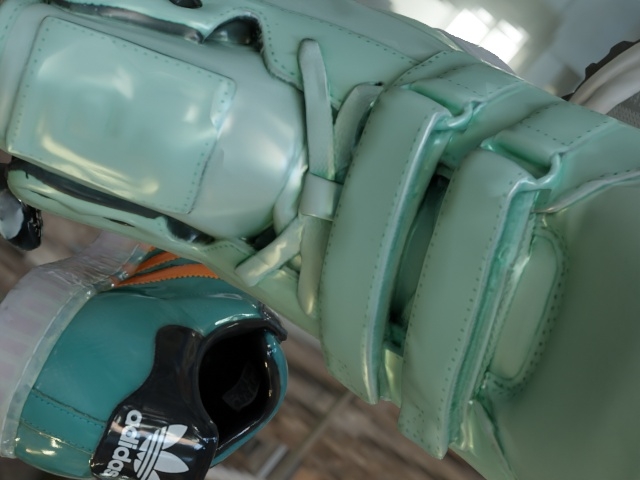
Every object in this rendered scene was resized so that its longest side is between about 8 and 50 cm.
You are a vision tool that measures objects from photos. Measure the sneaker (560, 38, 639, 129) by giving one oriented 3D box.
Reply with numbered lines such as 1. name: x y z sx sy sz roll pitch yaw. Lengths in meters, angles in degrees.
1. sneaker: 0.168 -0.027 0.612 0.271 0.100 0.108 -30 -132 42

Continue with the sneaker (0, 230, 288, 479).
1. sneaker: -0.070 0.053 0.913 0.302 0.121 0.108 -49 163 -71

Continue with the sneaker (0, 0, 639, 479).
1. sneaker: 0.000 0.000 0.411 0.256 0.151 0.094 -135 -122 -63
